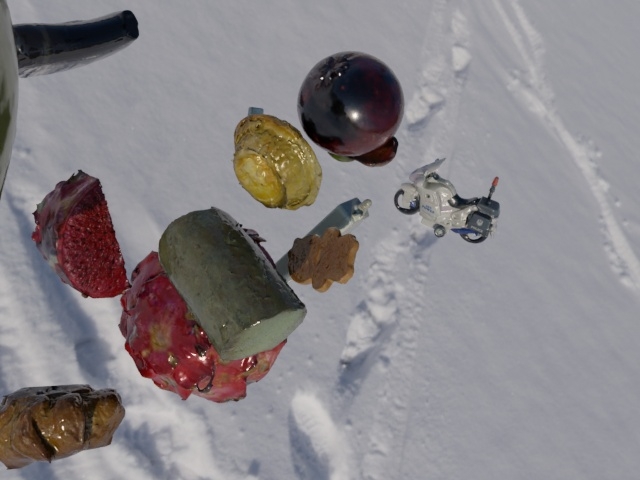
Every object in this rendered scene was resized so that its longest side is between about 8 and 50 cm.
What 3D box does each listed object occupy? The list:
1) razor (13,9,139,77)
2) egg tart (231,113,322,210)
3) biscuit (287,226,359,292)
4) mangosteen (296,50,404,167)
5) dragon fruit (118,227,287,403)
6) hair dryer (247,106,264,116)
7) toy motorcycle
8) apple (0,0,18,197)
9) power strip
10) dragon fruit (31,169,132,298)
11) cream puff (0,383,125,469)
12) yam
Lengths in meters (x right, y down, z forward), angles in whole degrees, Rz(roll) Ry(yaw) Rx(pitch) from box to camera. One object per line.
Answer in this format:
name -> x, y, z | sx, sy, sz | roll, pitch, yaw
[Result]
razor -> -0.617, -0.475, 1.502 | 0.349, 0.204, 0.113 | -29, 110, -42
egg tart -> -0.085, -0.122, 1.038 | 0.191, 0.191, 0.074 | 49, 54, -5
biscuit -> 0.002, 0.041, 1.222 | 0.027, 0.184, 0.133 | 26, 57, -42
mangosteen -> 0.053, -0.202, 0.996 | 0.200, 0.200, 0.199 | 23, 49, -30
dragon fruit -> -0.266, 0.146, 1.281 | 0.371, 0.386, 0.249 | 31, 14, 30
hair dryer -> -0.194, -0.356, 1.861 | 0.047, 0.082, 0.137 | 8, 8, -2
toy motorcycle -> 0.264, -0.084, 1.262 | 0.221, 0.150, 0.102 | 25, 33, 14
apple -> -0.415, -0.104, 0.358 | 0.474, 0.474, 0.473 | 23, 49, -30
power strip -> 0.000, 0.000, 1.482 | 0.058, 0.338, 0.098 | 54, 34, 8
dragon fruit -> -0.464, 0.003, 1.144 | 0.161, 0.274, 0.126 | 26, 45, 34
cream puff -> -0.542, 0.365, 1.254 | 0.241, 0.269, 0.154 | 25, 52, -74
yam -> -0.152, 0.078, 1.040 | 0.161, 0.161, 0.268 | -6, 44, -45
